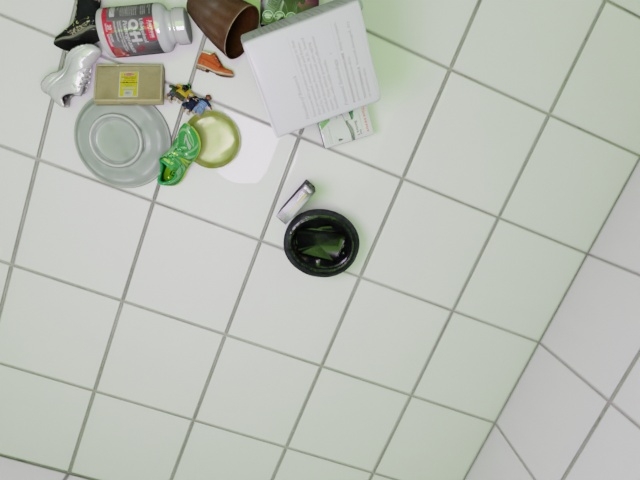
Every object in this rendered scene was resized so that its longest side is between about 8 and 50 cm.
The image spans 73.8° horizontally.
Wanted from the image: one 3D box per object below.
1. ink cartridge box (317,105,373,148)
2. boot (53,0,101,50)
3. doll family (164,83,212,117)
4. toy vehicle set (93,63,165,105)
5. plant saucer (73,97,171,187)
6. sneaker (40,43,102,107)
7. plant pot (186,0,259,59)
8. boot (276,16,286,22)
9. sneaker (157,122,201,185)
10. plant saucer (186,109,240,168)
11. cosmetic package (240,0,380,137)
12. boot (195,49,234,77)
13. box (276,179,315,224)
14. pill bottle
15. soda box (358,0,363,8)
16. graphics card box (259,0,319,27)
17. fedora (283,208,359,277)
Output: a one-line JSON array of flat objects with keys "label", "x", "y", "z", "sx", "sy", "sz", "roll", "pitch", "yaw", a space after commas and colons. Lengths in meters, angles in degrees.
[{"label": "ink cartridge box", "x": 0.101, "y": -0.498, "z": 1.806, "sx": 0.219, "sy": 0.092, "sz": 0.160, "roll": -17, "pitch": 105, "yaw": 1}, {"label": "boot", "x": -0.940, "y": -0.852, "z": 1.662, "sx": 0.236, "sy": 0.085, "sz": 0.179, "roll": -6, "pitch": 82, "yaw": 23}, {"label": "doll family", "x": -0.535, "y": -0.585, "z": 1.750, "sx": 0.193, "sy": 0.076, "sz": 0.111, "roll": 37, "pitch": 59, "yaw": -18}, {"label": "toy vehicle set", "x": -0.766, "y": -0.627, "z": 1.713, "sx": 0.266, "sy": 0.035, "sz": 0.166, "roll": -1, "pitch": 77, "yaw": -3}, {"label": "plant saucer", "x": -0.832, "y": -0.413, "z": 1.766, "sx": 0.400, "sy": 0.100, "sz": 0.401, "roll": -1, "pitch": 104, "yaw": -3}, {"label": "sneaker", "x": -0.961, "y": -0.651, "z": 1.689, "sx": 0.297, "sy": 0.111, "sz": 0.129, "roll": -39, "pitch": 91, "yaw": 15}, {"label": "plant pot", "x": -0.392, "y": -0.863, "z": 1.644, "sx": 0.230, "sy": 0.215, "sz": 0.215, "roll": 36, "pitch": 99, "yaw": 4}, {"label": "boot", "x": -0.108, "y": -0.788, "z": 1.714, "sx": 0.208, "sy": 0.189, "sz": 0.076, "roll": 9, "pitch": 75, "yaw": -39}, {"label": "sneaker", "x": -0.586, "y": -0.340, "z": 1.754, "sx": 0.109, "sy": 0.123, "sz": 0.296, "roll": 32, "pitch": 115, "yaw": 2}, {"label": "plant saucer", "x": -0.462, "y": -0.429, "z": 1.816, "sx": 0.240, "sy": 0.037, "sz": 0.241, "roll": -1, "pitch": 103, "yaw": -3}, {"label": "cosmetic package", "x": -0.044, "y": -0.626, "z": 1.530, "sx": 0.393, "sy": 0.329, "sz": 0.328, "roll": -20, "pitch": 122, "yaw": 1}, {"label": "boot", "x": -0.423, "y": -0.719, "z": 1.739, "sx": 0.157, "sy": 0.059, "sz": 0.085, "roll": 18, "pitch": 97, "yaw": -7}, {"label": "box", "x": -0.101, "y": -0.167, "z": 1.804, "sx": 0.056, "sy": 0.231, "sz": 0.183, "roll": 41, "pitch": 97, "yaw": -8}, {"label": "pill bottle", "x": -0.668, "y": -0.810, "z": 1.637, "sx": 0.318, "sy": 0.176, "sz": 0.177, "roll": -7, "pitch": 104, "yaw": -2}, {"label": "soda box", "x": 0.097, "y": -1.014, "z": 1.691, "sx": 0.073, "sy": 0.069, "sz": 0.216, "roll": -22, "pitch": 105, "yaw": 1}, {"label": "graphics card box", "x": -0.114, "y": -1.020, "z": 1.665, "sx": 0.232, "sy": 0.094, "sz": 0.371, "roll": 4, "pitch": 104, "yaw": -5}, {"label": "fedora", "x": 0.000, "y": 0.000, "z": 1.891, "sx": 0.333, "sy": 0.152, "sz": 0.334, "roll": -2, "pitch": 105, "yaw": -7}]
